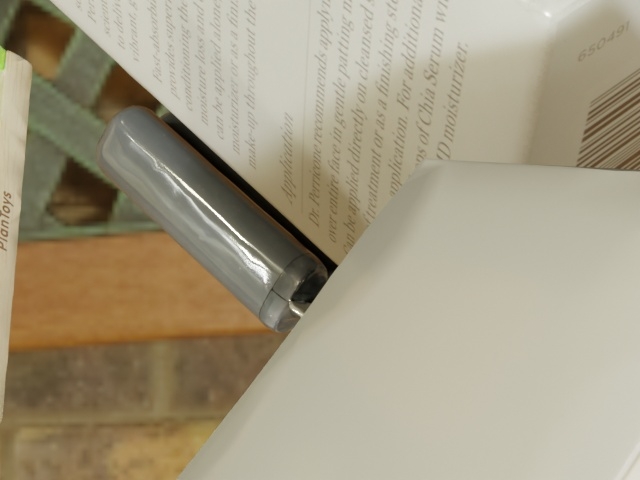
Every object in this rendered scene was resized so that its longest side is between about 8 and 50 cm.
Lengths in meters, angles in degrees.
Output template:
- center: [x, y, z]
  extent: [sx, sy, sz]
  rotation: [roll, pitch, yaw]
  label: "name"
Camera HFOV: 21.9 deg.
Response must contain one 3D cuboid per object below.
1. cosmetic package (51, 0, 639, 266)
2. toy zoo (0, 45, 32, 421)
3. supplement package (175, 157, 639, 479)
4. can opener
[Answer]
- center: [-0.021, -0.175, 0.737]
  extent: [0.161, 0.453, 0.230]
  rotation: [-34, 151, -26]
  label: "cosmetic package"
- center: [-0.232, -0.062, 0.591]
  extent: [0.030, 0.192, 0.293]
  rotation: [-33, 133, 31]
  label: "toy zoo"
- center: [0.113, 0.136, 0.416]
  extent: [0.293, 0.175, 0.177]
  rotation: [42, 168, -21]
  label: "supplement package"
- center: [0.000, 0.000, 0.873]
  extent: [0.076, 0.283, 0.095]
  rotation: [1, 125, -56]
  label: "can opener"
